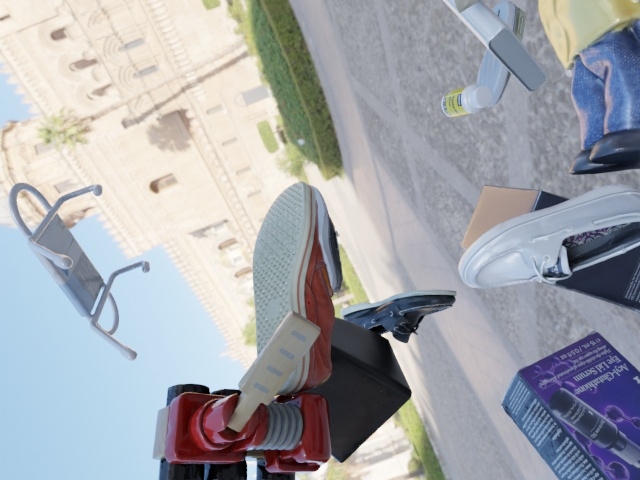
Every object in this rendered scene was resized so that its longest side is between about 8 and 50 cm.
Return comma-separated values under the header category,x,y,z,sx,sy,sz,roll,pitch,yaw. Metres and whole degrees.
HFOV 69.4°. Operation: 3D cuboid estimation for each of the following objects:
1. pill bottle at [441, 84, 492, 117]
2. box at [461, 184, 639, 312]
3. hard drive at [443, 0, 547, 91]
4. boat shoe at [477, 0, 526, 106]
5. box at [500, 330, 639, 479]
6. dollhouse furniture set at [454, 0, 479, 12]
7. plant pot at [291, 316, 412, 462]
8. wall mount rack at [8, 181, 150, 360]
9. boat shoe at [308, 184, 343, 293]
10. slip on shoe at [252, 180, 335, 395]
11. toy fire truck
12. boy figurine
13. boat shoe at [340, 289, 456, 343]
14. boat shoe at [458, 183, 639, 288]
category,x,y,z,sx,sy,sz,roll,pitch,yaw
pill bottle,0.341,-0.325,1.073,0.116,0.065,0.065,17,130,68
box,0.523,0.000,1.033,0.296,0.294,0.182,-103,29,-81
hard drive,0.261,-0.406,0.812,0.203,0.040,0.307,10,-134,-47
boat shoe,0.551,-0.552,1.381,0.109,0.094,0.302,-145,62,-67
box,0.381,0.254,0.625,0.207,0.153,0.108,55,158,41
dollhouse furniture set,0.190,-0.431,0.588,0.184,0.129,0.129,36,-138,-41
plant pot,0.025,0.250,0.859,0.167,0.188,0.187,38,-169,-16
wall mount rack,-0.417,0.056,0.836,0.304,0.131,0.350,-109,0,-57
boat shoe,0.004,-0.001,1.282,0.105,0.113,0.306,9,-118,-60
slip on shoe,-0.034,0.066,0.713,0.101,0.123,0.331,19,-120,-44
toy fire truck,-0.062,0.211,0.583,0.217,0.246,0.158,21,-128,-34
boy figurine,0.244,-0.201,0.395,0.177,0.092,0.285,21,-114,-76
boat shoe,0.185,0.197,1.132,0.127,0.340,0.113,17,-118,-45
boat shoe,0.229,0.011,0.454,0.066,0.184,0.063,59,-161,-30
